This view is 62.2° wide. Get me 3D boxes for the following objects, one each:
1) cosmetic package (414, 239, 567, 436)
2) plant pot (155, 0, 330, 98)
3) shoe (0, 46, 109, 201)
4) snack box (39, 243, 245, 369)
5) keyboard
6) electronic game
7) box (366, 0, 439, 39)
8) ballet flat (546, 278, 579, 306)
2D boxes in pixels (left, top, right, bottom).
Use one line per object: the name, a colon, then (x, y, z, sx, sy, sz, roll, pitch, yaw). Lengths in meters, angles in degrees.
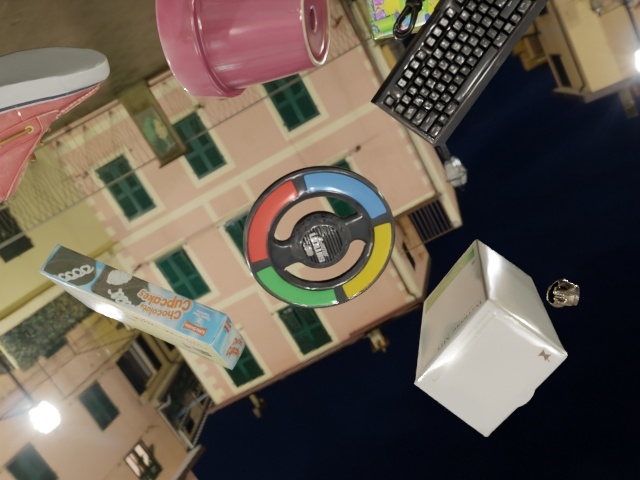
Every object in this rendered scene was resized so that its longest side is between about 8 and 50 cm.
cosmetic package: (0.298, 0.155, 0.980, 0.197, 0.155, 0.365, -55, 177, 19)
plant pot: (-0.089, -0.296, 0.714, 0.180, 0.201, 0.201, 3, -155, 16)
shoe: (-0.240, -0.088, 0.410, 0.063, 0.081, 0.178, 28, -135, 24)
snack box: (-0.298, 0.121, 0.923, 0.187, 0.322, 0.060, 87, 26, -65)
keyboard: (0.115, -0.185, 0.466, 0.180, 0.108, 0.023, -55, -178, 10)
electronic game: (0.000, 0.000, 0.793, 0.229, 0.229, 0.048, -29, -155, 4)
box: (0.239, -0.601, 1.097, 0.177, 0.289, 0.279, -25, -159, -37)
ballet flat: (0.653, 0.145, 1.459, 0.058, 0.084, 0.250, 6, 179, 14)
